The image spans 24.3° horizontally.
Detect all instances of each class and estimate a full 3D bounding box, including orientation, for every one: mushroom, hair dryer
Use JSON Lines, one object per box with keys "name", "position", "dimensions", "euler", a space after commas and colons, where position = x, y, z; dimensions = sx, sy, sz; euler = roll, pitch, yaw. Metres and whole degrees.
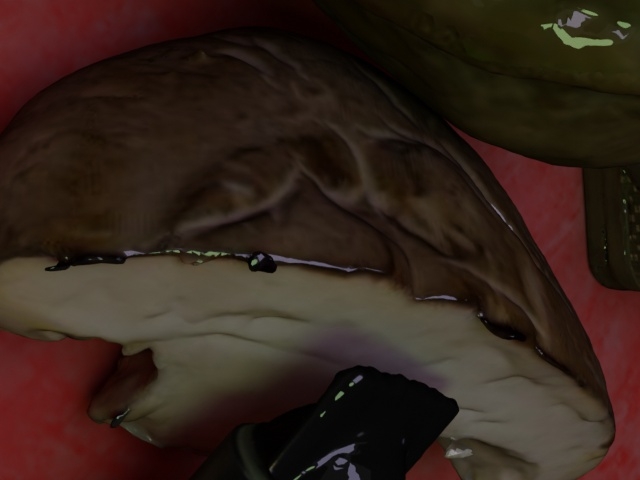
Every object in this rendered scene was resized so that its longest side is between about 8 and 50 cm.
{"name": "mushroom", "position": [0.000, 0.000, 0.574], "dimensions": [0.285, 0.156, 0.151], "euler": [23, 50, -33]}
{"name": "hair dryer", "position": [0.019, 0.144, 0.583], "dimensions": [0.195, 0.078, 0.248], "euler": [-49, 143, 12]}

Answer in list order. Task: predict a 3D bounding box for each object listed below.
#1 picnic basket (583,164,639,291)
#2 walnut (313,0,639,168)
{"name": "picnic basket", "position": [0.225, -0.095, 0.700], "dimensions": [0.165, 0.139, 0.267], "euler": [-6, 94, -33]}
{"name": "walnut", "position": [0.085, -0.163, 0.541], "dimensions": [0.282, 0.227, 0.283], "euler": [3, 58, -5]}
